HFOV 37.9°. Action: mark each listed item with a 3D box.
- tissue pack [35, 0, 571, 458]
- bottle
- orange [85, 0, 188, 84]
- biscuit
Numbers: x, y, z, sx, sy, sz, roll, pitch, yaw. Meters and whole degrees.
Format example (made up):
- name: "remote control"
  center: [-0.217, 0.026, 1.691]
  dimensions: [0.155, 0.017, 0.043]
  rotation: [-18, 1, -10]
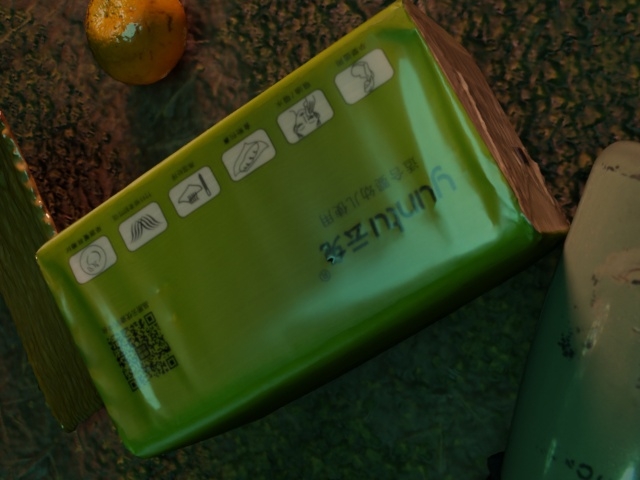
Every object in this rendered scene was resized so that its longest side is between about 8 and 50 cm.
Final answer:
- name: "tissue pack"
  center: [0.000, 0.000, 0.604]
  dimensions: [0.274, 0.200, 0.167]
  rotation: [-30, 82, 18]
- name: "bottle"
  center: [0.193, 0.121, 0.567]
  dimensions: [0.168, 0.168, 0.347]
  rotation: [22, 103, 17]
- name: "orange"
  center: [-0.139, -0.161, 0.713]
  dimensions: [0.083, 0.070, 0.083]
  rotation: [-3, 84, 29]
- name: "biscuit"
  center: [-0.220, 0.026, 0.704]
  dimensions: [0.237, 0.013, 0.232]
  rotation: [64, 150, 6]
